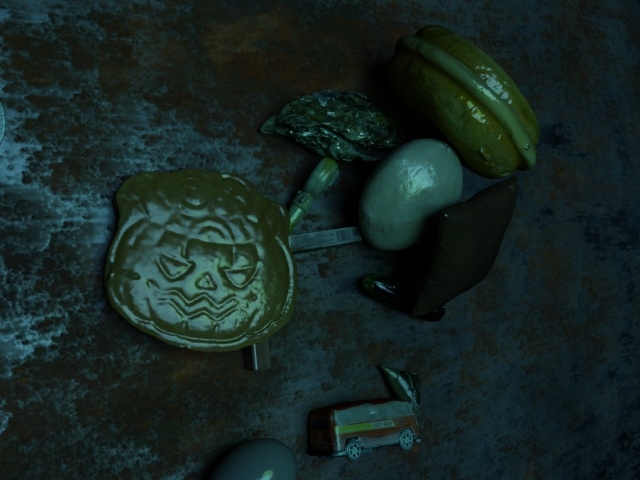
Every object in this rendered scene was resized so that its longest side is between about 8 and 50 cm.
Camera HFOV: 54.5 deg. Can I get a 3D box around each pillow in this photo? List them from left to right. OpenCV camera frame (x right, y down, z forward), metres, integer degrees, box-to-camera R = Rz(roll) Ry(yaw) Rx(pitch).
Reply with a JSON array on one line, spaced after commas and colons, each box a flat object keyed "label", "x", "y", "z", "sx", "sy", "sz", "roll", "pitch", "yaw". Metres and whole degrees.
[{"label": "pillow", "x": 0.341, "y": 0.017, "z": 1.463, "sx": 0.306, "sy": 0.108, "sz": 0.307, "roll": -24, "pitch": 137, "yaw": -41}]

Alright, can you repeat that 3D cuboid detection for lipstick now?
[{"label": "lipstick", "x": -0.136, "y": 0.196, "z": 1.303, "sx": 0.045, "sy": 0.045, "sz": 0.145, "roll": -3, "pitch": 85, "yaw": -36}]

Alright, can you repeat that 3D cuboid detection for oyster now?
[{"label": "oyster", "x": 0.033, "y": -0.261, "z": 1.431, "sx": 0.351, "sy": 0.162, "sz": 0.158, "roll": -2, "pitch": 124, "yaw": -26}]

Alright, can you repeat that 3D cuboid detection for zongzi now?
[{"label": "zongzi", "x": 0.188, "y": 0.363, "z": 1.489, "sx": 0.119, "sy": 0.055, "sz": 0.109, "roll": 20, "pitch": 58, "yaw": -30}]

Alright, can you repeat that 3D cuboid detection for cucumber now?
[{"label": "cucumber", "x": 0.202, "y": 0.137, "z": 1.523, "sx": 0.242, "sy": 0.074, "sz": 0.074, "roll": 23, "pitch": 72, "yaw": -29}]

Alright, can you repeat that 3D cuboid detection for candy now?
[{"label": "candy", "x": 0.213, "y": -0.101, "z": 1.446, "sx": 0.296, "sy": 0.185, "sz": 0.295, "roll": -33, "pitch": 144, "yaw": -28}]

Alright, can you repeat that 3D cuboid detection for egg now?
[{"label": "egg", "x": -0.135, "y": 0.470, "z": 1.208, "sx": 0.199, "sy": 0.146, "sz": 0.146, "roll": -25, "pitch": 98, "yaw": -27}]

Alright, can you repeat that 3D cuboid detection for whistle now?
[{"label": "whistle", "x": -0.024, "y": -0.099, "z": 1.391, "sx": 0.057, "sy": 0.104, "sz": 0.198, "roll": 33, "pitch": 78, "yaw": 0}]

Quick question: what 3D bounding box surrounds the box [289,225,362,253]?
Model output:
[{"label": "box", "x": 0.000, "y": 0.000, "z": 1.418, "sx": 0.207, "sy": 0.050, "sz": 0.041, "roll": -10, "pitch": 85, "yaw": -34}]

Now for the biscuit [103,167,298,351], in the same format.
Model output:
[{"label": "biscuit", "x": -0.221, "y": 0.035, "z": 1.225, "sx": 0.386, "sy": 0.062, "sz": 0.364, "roll": 6, "pitch": 77, "yaw": -26}]

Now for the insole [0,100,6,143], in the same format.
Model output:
[{"label": "insole", "x": -0.595, "y": -0.144, "z": 1.062, "sx": 0.080, "sy": 0.003, "sz": 0.231, "roll": 15, "pitch": 76, "yaw": -32}]

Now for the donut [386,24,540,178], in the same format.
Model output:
[{"label": "donut", "x": 0.343, "y": -0.324, "z": 1.493, "sx": 0.449, "sy": 0.449, "sz": 0.198, "roll": 40, "pitch": 97, "yaw": -23}]

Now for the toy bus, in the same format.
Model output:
[{"label": "toy bus", "x": 0.103, "y": 0.420, "z": 1.398, "sx": 0.265, "sy": 0.121, "sz": 0.119, "roll": 3, "pitch": 73, "yaw": -34}]
